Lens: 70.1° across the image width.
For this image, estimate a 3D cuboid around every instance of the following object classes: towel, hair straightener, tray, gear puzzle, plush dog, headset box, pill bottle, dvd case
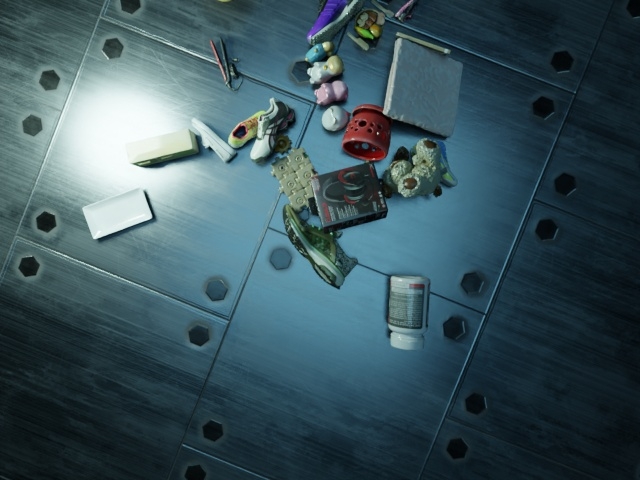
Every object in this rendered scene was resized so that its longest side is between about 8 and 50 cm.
[{"bbox_3d":[0.415,-0.607,1.829,0.331,0.053,0.317,11,85,-24],"label":"towel"},{"bbox_3d":[-0.384,-0.741,1.913,0.089,0.047,0.231,-19,91,2],"label":"hair straightener"},{"bbox_3d":[-0.859,-0.117,1.940,0.270,0.030,0.145,-20,90,1],"label":"tray"},{"bbox_3d":[-0.113,-0.291,1.922,0.175,0.044,0.339,-29,87,3],"label":"gear puzzle"},{"bbox_3d":[0.357,-0.258,1.822,0.225,0.210,0.263,15,71,39],"label":"plush dog"},{"bbox_3d":[0.097,-0.165,1.814,0.293,0.110,0.218,-14,76,0],"label":"headset box"},{"bbox_3d":[0.359,0.290,1.857,0.161,0.161,0.284,3,91,1],"label":"pill bottle"},{"bbox_3d":[0.411,-0.795,1.843,0.221,0.164,0.018,19,112,1],"label":"dvd case"}]

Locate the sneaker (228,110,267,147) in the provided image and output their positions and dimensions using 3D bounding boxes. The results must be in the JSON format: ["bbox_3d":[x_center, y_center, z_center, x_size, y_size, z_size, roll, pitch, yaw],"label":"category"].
[{"bbox_3d":[-0.292,-0.467,1.885,0.081,0.094,0.208,45,80,1],"label":"sneaker"}]

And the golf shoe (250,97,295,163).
[{"bbox_3d":[-0.224,-0.450,1.868,0.120,0.105,0.273,34,85,-44],"label":"golf shoe"}]

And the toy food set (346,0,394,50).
[{"bbox_3d":[0.208,-0.909,1.904,0.132,0.038,0.192,37,91,0],"label":"toy food set"}]

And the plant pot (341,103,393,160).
[{"bbox_3d":[0.197,-0.436,1.838,0.191,0.191,0.174,16,78,1],"label":"plant pot"}]

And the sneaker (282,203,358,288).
[{"bbox_3d":[0.000,0.000,1.890,0.182,0.158,0.410,-39,93,-17],"label":"sneaker"}]

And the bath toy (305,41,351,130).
[{"bbox_3d":[0.053,-0.625,1.875,0.129,0.151,0.349,-12,89,-43],"label":"bath toy"}]

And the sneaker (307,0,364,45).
[{"bbox_3d":[0.033,-0.940,1.884,0.293,0.102,0.146,-43,86,-3],"label":"sneaker"}]

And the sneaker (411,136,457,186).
[{"bbox_3d":[0.497,-0.335,1.881,0.240,0.091,0.126,42,91,1],"label":"sneaker"}]

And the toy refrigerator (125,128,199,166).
[{"bbox_3d":[-0.654,-0.379,1.897,0.269,0.102,0.094,-13,91,1],"label":"toy refrigerator"}]

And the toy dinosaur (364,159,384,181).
[{"bbox_3d":[0.215,-0.218,1.905,0.118,0.064,0.268,9,88,8],"label":"toy dinosaur"}]

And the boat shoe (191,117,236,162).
[{"bbox_3d":[-0.460,-0.415,1.901,0.226,0.083,0.076,40,90,0],"label":"boat shoe"}]

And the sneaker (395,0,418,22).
[{"bbox_3d":[0.371,-0.961,1.903,0.119,0.047,0.057,-41,105,5],"label":"sneaker"}]
